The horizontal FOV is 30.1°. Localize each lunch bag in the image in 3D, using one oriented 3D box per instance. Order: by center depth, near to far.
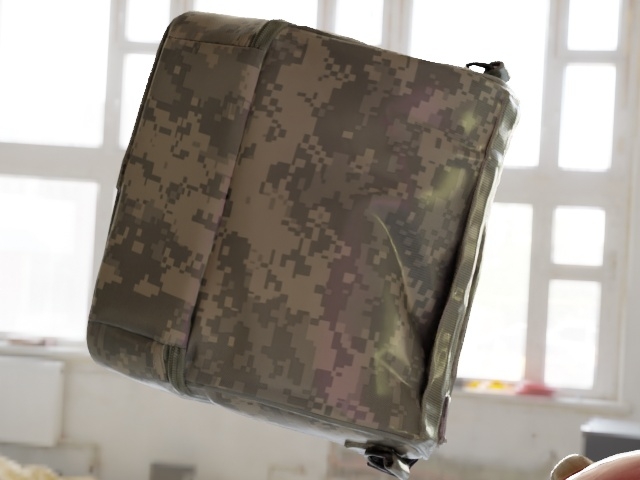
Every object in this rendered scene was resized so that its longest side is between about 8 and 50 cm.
[{"bbox_3d":[0.000,0.000,0.891,0.256,0.305,0.212,11,-9,31],"label":"lunch bag"}]

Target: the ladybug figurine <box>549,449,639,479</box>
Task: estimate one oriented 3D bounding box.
[{"bbox_3d":[0.311,0.286,0.753,0.305,0.162,0.449,9,30,-51],"label":"ladybug figurine"}]
